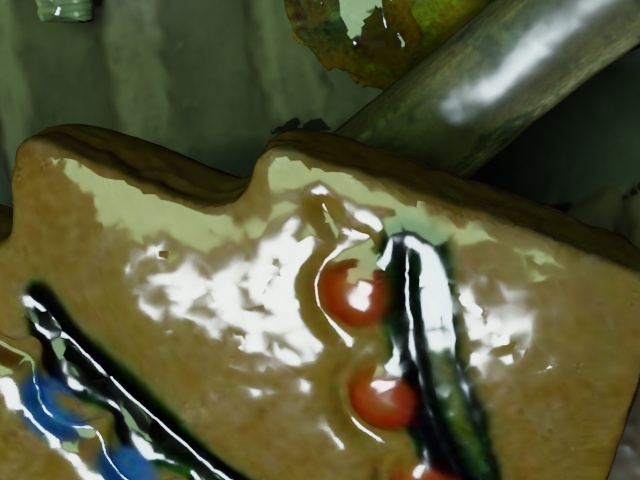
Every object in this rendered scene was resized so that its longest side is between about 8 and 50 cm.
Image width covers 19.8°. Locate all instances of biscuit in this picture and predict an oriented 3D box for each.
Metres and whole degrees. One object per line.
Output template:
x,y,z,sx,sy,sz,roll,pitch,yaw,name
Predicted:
-0.036,0.062,0.557,0.301,0.043,0.278,-28,104,27,biscuit

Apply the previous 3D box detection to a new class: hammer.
0.000,0.000,0.566,0.168,0.044,0.440,44,120,-9,hammer

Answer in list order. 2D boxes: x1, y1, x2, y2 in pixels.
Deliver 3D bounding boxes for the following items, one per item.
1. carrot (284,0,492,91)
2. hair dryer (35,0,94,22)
0.104,-0.121,0.536,0.260,0.070,0.070,-30,79,25,carrot
-0.010,-0.245,0.582,0.296,0.119,0.298,-13,103,21,hair dryer
